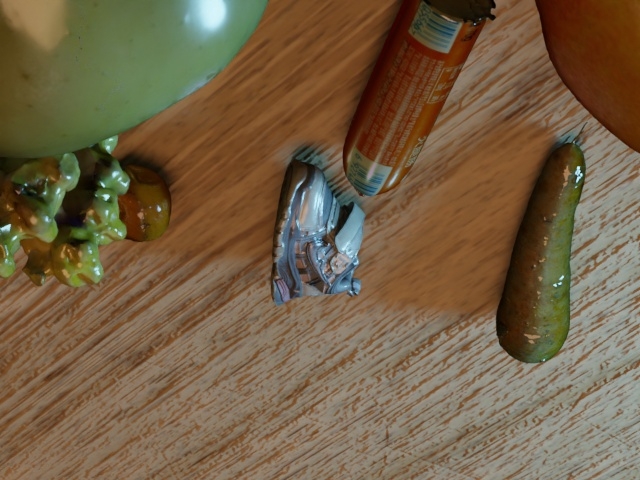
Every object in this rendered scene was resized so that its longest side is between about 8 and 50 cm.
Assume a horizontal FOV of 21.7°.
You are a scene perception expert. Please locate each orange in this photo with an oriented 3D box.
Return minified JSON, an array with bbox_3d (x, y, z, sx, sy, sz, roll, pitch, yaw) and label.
[{"bbox_3d":[-0.180,-0.036,1.646,0.086,0.062,0.086,25,129,36],"label":"orange"}]

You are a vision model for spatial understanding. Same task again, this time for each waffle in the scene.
[{"bbox_3d":[-0.338,-0.049,1.510,0.324,0.261,0.151,-8,142,17],"label":"waffle"}]

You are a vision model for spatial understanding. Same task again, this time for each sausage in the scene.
[{"bbox_3d":[0.075,-0.130,1.520,0.083,0.083,0.264,15,136,-10],"label":"sausage"}]

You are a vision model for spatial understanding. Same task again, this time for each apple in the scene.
[{"bbox_3d":[-0.215,-0.239,1.250,0.357,0.357,0.357,3,136,3],"label":"apple"}]

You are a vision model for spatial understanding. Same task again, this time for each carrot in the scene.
[{"bbox_3d":[0.225,0.000,1.650,0.078,0.078,0.298,6,130,0],"label":"carrot"}]

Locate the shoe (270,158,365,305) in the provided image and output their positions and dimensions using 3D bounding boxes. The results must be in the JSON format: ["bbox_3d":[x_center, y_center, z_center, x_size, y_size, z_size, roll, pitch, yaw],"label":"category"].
[{"bbox_3d":[0.000,0.000,1.647,0.092,0.089,0.180,7,138,0],"label":"shoe"}]

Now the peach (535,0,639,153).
[{"bbox_3d":[0.310,-0.197,1.288,0.332,0.308,0.308,34,131,-5],"label":"peach"}]
